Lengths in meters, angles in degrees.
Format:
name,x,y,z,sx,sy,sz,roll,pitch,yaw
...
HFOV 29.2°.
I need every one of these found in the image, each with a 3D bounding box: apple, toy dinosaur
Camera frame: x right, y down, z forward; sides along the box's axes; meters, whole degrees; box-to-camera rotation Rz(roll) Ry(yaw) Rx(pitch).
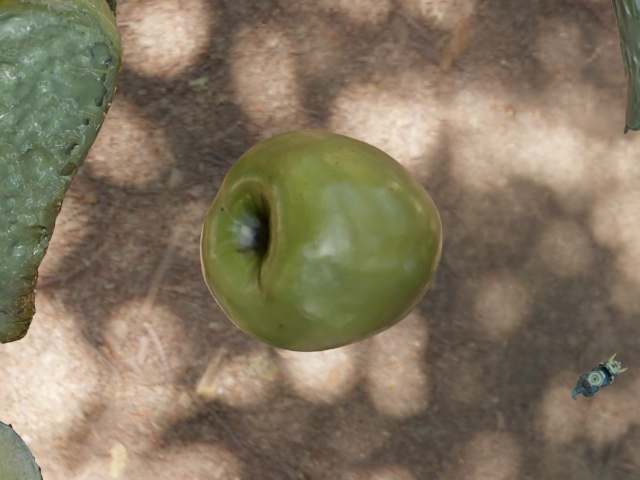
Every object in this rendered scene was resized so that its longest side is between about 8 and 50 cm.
name,x,y,z,sx,sy,sz,roll,pitch,yaw
apple,0.000,0.000,1.368,0.262,0.262,0.262,-4,98,-30
toy dinosaur,0.370,0.186,1.648,0.083,0.047,0.031,-35,72,1

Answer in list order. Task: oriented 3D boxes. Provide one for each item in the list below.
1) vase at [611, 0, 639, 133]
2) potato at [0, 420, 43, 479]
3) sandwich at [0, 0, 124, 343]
name,x,y,z,sx,sy,sz,roll,pitch,yaw
vase,0.239,-0.159,0.885,0.081,0.081,0.149,-16,91,-28
potato,-0.436,0.312,1.481,0.182,0.117,0.202,-28,105,-35
sandwich,-0.215,-0.042,0.472,0.251,0.087,0.226,3,135,-29
